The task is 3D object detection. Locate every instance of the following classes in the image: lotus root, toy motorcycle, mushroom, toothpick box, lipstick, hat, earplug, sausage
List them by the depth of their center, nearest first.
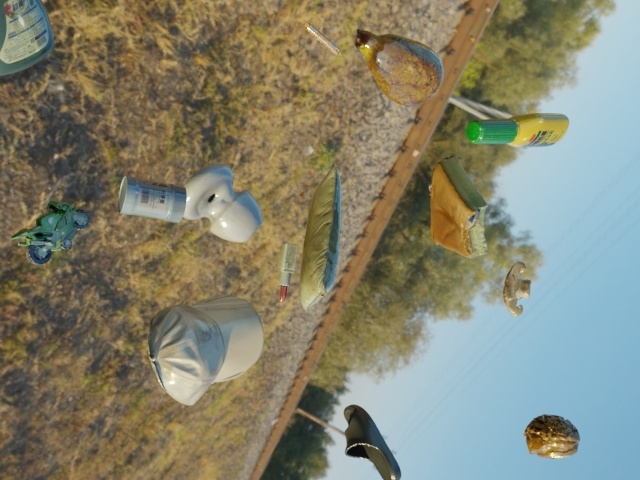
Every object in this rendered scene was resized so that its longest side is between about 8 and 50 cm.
[{"bbox_3d":[0.131,-0.296,0.943,0.190,0.095,0.108,14,130,-45],"label":"lotus root"},{"bbox_3d":[0.362,0.090,1.027,0.019,0.049,0.101,28,65,-72],"label":"mushroom"},{"bbox_3d":[0.005,-0.405,1.121,0.015,0.100,0.015,-46,-158,24],"label":"sausage"},{"bbox_3d":[-0.234,0.217,1.189,0.225,0.220,0.164,-20,170,-4],"label":"hat"},{"bbox_3d":[-0.076,0.072,1.227,0.030,0.030,0.129,4,-95,64],"label":"lipstick"},{"bbox_3d":[-0.638,-0.030,1.330,0.190,0.074,0.106,-57,131,-43],"label":"toy motorcycle"},{"bbox_3d":[-0.436,-0.106,1.444,0.101,0.153,0.101,-25,-119,55],"label":"toothpick box"},{"bbox_3d":[-0.315,-0.113,1.773,0.214,0.175,0.325,-47,139,1],"label":"earplug"}]

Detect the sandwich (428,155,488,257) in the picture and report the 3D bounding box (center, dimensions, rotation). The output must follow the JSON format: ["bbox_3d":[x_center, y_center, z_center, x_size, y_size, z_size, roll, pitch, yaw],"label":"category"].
[{"bbox_3d":[0.306,-0.030,1.244,0.212,0.063,0.245,-107,-175,-45],"label":"sandwich"}]

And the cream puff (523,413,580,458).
[{"bbox_3d":[0.591,0.499,1.427,0.144,0.126,0.103,126,-46,-74],"label":"cream puff"}]

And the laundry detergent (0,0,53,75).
[{"bbox_3d":[-0.501,-0.363,0.850,0.144,0.078,0.222,-39,165,-23],"label":"laundry detergent"}]

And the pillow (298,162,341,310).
[{"bbox_3d":[0.000,0.000,1.232,0.185,0.074,0.303,123,-25,-65],"label":"pillow"}]

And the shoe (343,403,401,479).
[{"bbox_3d":[0.115,0.553,1.491,0.093,0.241,0.108,-19,142,-27],"label":"shoe"}]

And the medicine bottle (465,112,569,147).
[{"bbox_3d":[0.410,-0.230,1.164,0.260,0.064,0.095,-7,160,-31],"label":"medicine bottle"}]
